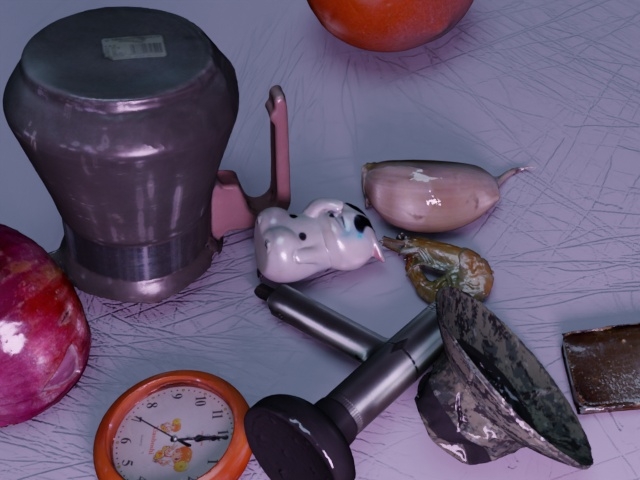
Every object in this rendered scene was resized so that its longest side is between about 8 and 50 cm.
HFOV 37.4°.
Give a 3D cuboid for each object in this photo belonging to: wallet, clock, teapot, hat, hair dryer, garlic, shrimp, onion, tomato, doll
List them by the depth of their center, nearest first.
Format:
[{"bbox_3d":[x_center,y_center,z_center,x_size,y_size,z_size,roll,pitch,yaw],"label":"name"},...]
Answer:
[{"bbox_3d":[0.187,0.189,1.120,0.128,0.265,0.266,-41,46,17],"label":"hat"},{"bbox_3d":[-0.183,0.251,1.186,0.205,0.051,0.205,-5,47,5],"label":"clock"},{"bbox_3d":[0.426,0.156,1.187,0.232,0.031,0.122,-7,52,6],"label":"wallet"},{"bbox_3d":[-0.003,0.176,1.223,0.284,0.156,0.320,3,32,38],"label":"hair dryer"},{"bbox_3d":[-0.440,0.094,1.255,0.256,0.231,0.272,7,43,15],"label":"onion"},{"bbox_3d":[-0.227,-0.110,1.315,0.375,0.362,0.306,-8,43,-13],"label":"teapot"},{"bbox_3d":[0.158,0.040,1.336,0.180,0.041,0.099,27,72,27],"label":"shrimp"},{"bbox_3d":[-0.007,-0.001,1.340,0.180,0.107,0.110,-13,44,-7],"label":"doll"},{"bbox_3d":[0.192,-0.075,1.402,0.266,0.128,0.149,6,61,1],"label":"garlic"},{"bbox_3d":[0.124,-0.475,1.635,0.321,0.322,0.322,-5,48,5],"label":"tomato"}]
